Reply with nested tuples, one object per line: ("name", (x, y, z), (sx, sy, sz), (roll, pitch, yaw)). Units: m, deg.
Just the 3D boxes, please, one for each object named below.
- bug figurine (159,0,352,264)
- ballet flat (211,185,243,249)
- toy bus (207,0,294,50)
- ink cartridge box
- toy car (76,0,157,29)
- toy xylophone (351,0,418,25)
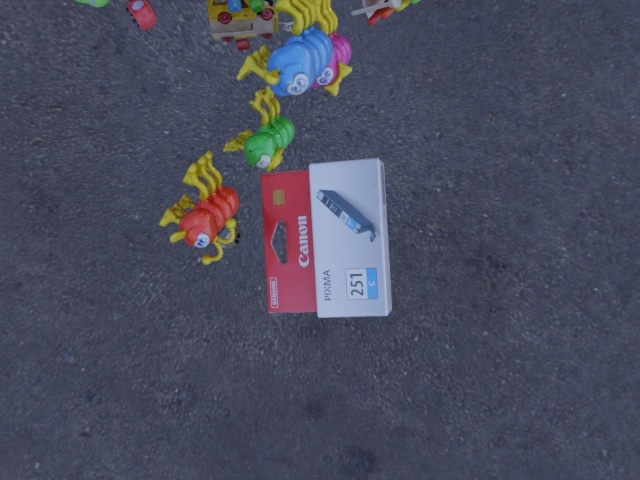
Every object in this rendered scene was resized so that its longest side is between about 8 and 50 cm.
("bug figurine", (-0.046, -0.110, 0.518), (0.072, 0.216, 0.279), (35, 131, -6))
("ballet flat", (-0.194, -0.043, 1.119), (0.058, 0.250, 0.084), (39, 98, -27))
("toy bus", (-0.180, -0.558, 1.351), (0.190, 0.202, 0.105), (-14, 81, 38))
("ink cartridge box", (0.000, 0.000, 1.084), (0.260, 0.066, 0.297), (-4, 90, 16))
("toy car", (-0.472, -0.584, 1.309), (0.224, 0.239, 0.053), (-23, 66, -36))
("toy xylophone", (0.215, -0.654, 1.462), (0.236, 0.322, 0.081), (-48, 119, -10))
